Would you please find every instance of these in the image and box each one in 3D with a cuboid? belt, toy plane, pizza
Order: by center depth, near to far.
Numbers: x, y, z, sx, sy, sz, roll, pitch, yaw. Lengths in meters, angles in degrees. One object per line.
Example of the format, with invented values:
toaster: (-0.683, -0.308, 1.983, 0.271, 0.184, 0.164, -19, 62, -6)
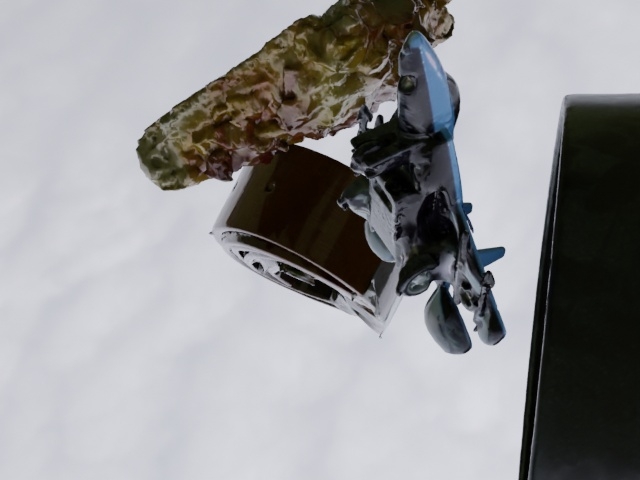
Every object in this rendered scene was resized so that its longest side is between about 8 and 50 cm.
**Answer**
toy plane: (0.052, -0.031, 0.697, 0.078, 0.246, 0.169, -31, -119, -3)
pizza: (0.003, -0.121, 0.933, 0.289, 0.081, 0.229, -28, 177, -14)
belt: (0.000, 0.000, 1.108, 0.184, 0.261, 0.105, 28, -100, -6)

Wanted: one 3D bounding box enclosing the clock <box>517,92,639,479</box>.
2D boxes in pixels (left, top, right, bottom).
clock: (0.197, 0.078, 0.928, 0.076, 0.386, 0.386, 6, -136, 8)
